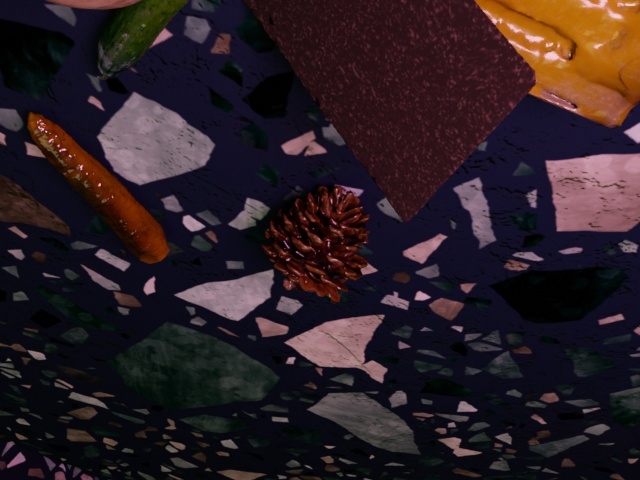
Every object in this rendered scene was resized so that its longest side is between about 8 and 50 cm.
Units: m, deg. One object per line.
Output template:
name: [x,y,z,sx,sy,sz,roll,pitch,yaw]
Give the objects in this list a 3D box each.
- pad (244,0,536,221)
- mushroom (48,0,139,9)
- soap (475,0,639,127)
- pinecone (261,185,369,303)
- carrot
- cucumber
pad: [0.041,-0.202,0.666,0.004,0.330,0.220,-23,163,-36]
mushroom: [-0.207,-0.323,0.605,0.195,0.189,0.253,-41,88,18]
soap: [0.228,-0.255,0.633,0.281,0.143,0.259,19,140,-12]
pinecone: [0.000,0.000,1.016,0.174,0.173,0.173,6,143,5]
carrot: [-0.333,-0.078,1.060,0.066,0.066,0.314,-11,135,25]
cucumber: [-0.203,-0.254,0.801,0.056,0.056,0.250,34,134,-28]
